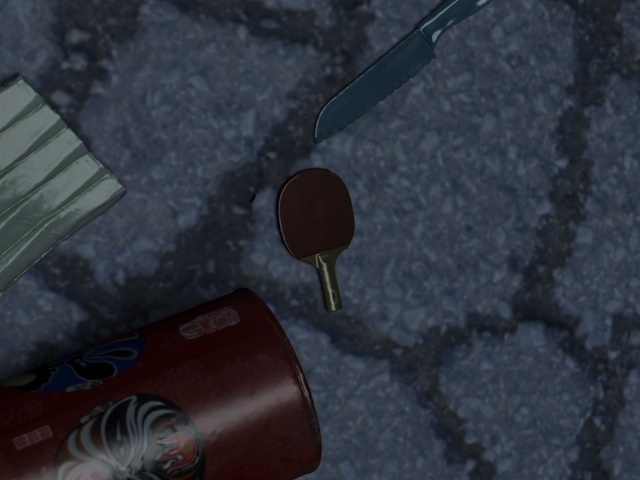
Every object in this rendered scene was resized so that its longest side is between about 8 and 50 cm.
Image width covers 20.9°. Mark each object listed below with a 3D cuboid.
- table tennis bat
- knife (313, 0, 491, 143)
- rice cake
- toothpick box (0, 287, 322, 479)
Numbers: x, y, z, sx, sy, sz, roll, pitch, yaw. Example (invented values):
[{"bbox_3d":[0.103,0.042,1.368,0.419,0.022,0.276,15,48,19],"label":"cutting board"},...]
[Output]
[{"bbox_3d":[0.000,0.000,1.849,0.087,0.013,0.156,-17,102,-22],"label":"table tennis bat"},{"bbox_3d":[0.106,-0.208,1.865,0.313,0.019,0.044,-40,112,-11],"label":"knife"},{"bbox_3d":[-0.317,-0.047,1.696,0.198,0.037,0.189,-46,111,-10],"label":"rice cake"},{"bbox_3d":[-0.190,0.195,1.693,0.333,0.204,0.204,-20,104,-20],"label":"toothpick box"}]
